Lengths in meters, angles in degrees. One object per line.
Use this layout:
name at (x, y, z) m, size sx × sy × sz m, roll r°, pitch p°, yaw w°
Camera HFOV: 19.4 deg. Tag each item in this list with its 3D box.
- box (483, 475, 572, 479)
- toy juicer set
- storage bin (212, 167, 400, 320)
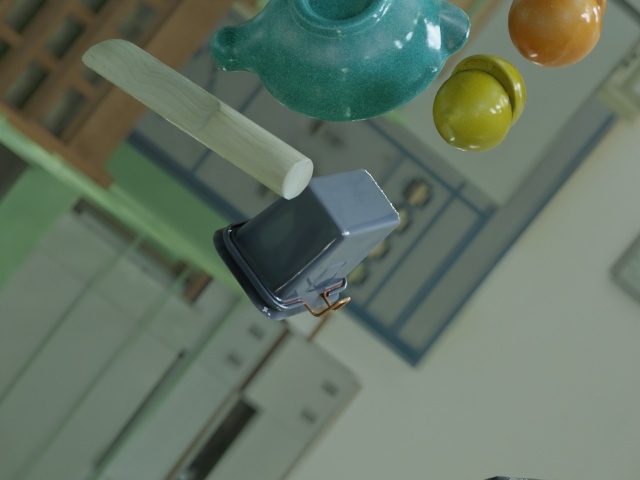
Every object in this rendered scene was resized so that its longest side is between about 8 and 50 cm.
box at (0.170, 0.378, 0.805) m, size 0.480 × 0.297 × 0.472 m, roll 15°, pitch 108°, yaw -57°
toy juicer set at (0.036, -0.112, 1.225) m, size 0.329 × 0.209 × 0.089 m, roll -28°, pitch 147°, yaw -7°
storage bin at (0.000, 0.000, 1.437) m, size 0.091 × 0.098 × 0.135 m, roll -40°, pitch 169°, yaw 26°
